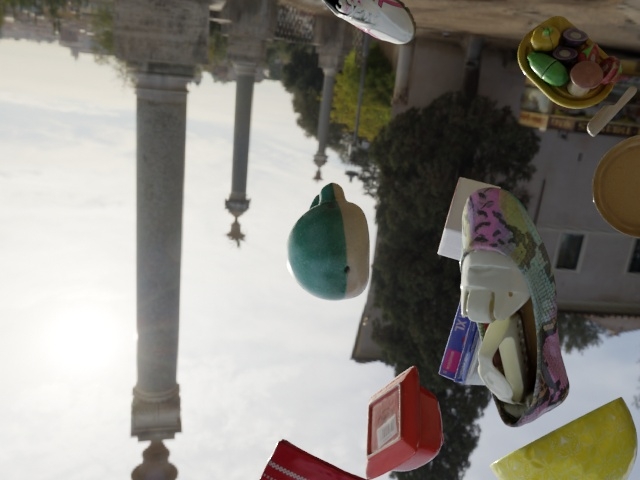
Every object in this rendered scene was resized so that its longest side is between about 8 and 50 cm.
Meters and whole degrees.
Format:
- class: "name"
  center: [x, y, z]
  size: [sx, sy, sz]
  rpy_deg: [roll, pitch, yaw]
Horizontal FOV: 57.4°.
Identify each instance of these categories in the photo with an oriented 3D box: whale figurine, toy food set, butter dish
- class: "whale figurine"
  center: [0.000, 0.000, 1.065]
  size: [0.141, 0.216, 0.272]
  rpy_deg: [-5, -157, -10]
- class: "toy food set"
  center: [0.437, -0.300, 0.990]
  size: [0.218, 0.128, 0.071]
  rpy_deg: [51, 177, 16]
- class: "butter dish"
  center: [0.155, 0.322, 0.991]
  size: [0.118, 0.160, 0.160]
  rpy_deg: [25, -136, -17]

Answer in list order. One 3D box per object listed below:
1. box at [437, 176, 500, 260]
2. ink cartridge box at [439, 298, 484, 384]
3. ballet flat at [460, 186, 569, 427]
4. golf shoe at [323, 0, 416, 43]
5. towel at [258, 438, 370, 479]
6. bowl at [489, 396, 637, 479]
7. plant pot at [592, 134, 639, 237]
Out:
- class: "box"
  center: [0.328, -0.041, 1.306]
  size: [0.091, 0.130, 0.170]
  rpy_deg: [16, 162, 11]
- class: "ink cartridge box"
  center: [0.320, 0.187, 1.145]
  size: [0.065, 0.185, 0.311]
  rpy_deg: [15, 177, 34]
- class: "ballet flat"
  center: [0.156, 0.067, 0.492]
  size: [0.079, 0.221, 0.077]
  rpy_deg: [-34, -155, -33]
- class: "golf shoe"
  center: [0.064, -0.365, 0.930]
  size: [0.186, 0.067, 0.086]
  rpy_deg: [36, -131, 9]
- class: "towel"
  center: [-0.026, 0.421, 0.748]
  size: [0.199, 0.275, 0.031]
  rpy_deg: [26, 166, 4]
- class: "bowl"
  center: [0.488, 0.435, 1.110]
  size: [0.289, 0.289, 0.156]
  rpy_deg: [-7, -123, -36]
- class: "plant pot"
  center: [0.743, -0.123, 1.334]
  size: [0.236, 0.236, 0.032]
  rpy_deg: [9, -175, 11]
